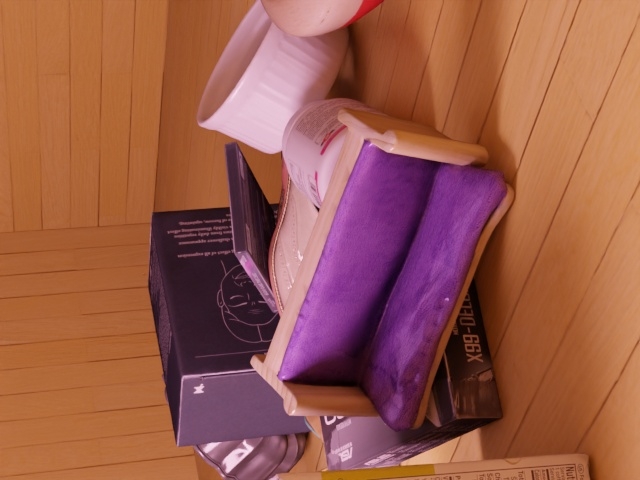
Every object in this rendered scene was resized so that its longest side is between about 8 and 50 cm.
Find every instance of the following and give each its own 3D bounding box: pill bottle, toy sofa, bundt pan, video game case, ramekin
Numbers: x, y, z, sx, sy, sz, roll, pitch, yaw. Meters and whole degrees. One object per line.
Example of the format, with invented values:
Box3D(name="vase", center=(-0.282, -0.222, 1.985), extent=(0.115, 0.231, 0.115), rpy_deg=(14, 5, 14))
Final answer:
Box3D(name="pill bottle", center=(0.041, -0.114, 1.791), extent=(0.283, 0.160, 0.160), rpy_deg=(-136, 44, -69))
Box3D(name="toy sofa", center=(0.067, 0.041, 1.495), extent=(0.177, 0.150, 0.362), rpy_deg=(40, 115, 49))
Box3D(name="bundt pan", center=(-0.148, 0.323, 2.463), extent=(0.124, 0.331, 0.331), rpy_deg=(-40, 39, 17))
Box3D(name="video game case", center=(-0.108, -0.016, 2.113), extent=(0.274, 0.026, 0.196), rpy_deg=(66, -165, -65))
Box3D(name="ramekin", center=(-0.072, -0.274, 2.040), extent=(0.277, 0.135, 0.277), rpy_deg=(-52, 19, 26))

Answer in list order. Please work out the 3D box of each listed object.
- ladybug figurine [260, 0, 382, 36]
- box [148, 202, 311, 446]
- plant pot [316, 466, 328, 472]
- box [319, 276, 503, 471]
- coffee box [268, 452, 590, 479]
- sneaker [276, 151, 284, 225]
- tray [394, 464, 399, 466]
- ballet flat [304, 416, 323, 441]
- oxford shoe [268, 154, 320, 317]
Box3D(name="ladybug figurine", center=(0.024, -0.431, 1.745), extent=(0.449, 0.162, 0.305), rpy_deg=(-152, 63, -70))
Box3D(name="box", center=(-0.143, 0.144, 2.316), extent=(0.212, 0.294, 0.395), rpy_deg=(100, 160, -45))
Box3D(name="plant pot", center=(0.021, 0.448, 2.135), extent=(0.095, 0.134, 0.134), rpy_deg=(61, 168, -7))
Box3D(name="box", center=(0.097, 0.156, 1.655), extent=(0.307, 0.077, 0.242), rpy_deg=(-37, 57, 52))
Box3D(name="coffee box", center=(0.100, 0.424, 1.361), extent=(0.337, 0.334, 0.338), rpy_deg=(125, 141, -70))
Box3D(name="sneaker", center=(-0.021, -0.069, 2.191), extent=(0.145, 0.090, 0.270), rpy_deg=(174, 94, -78))
Box3D(name="tray", center=(0.077, 0.309, 2.032), extent=(0.270, 0.030, 0.145), rpy_deg=(-172, 78, -75))
Box3D(name="ballet flat", center=(0.037, 0.306, 2.024), extent=(0.073, 0.080, 0.232), rpy_deg=(-61, 27, 12))
Box3D(name="oxford shoe", center=(0.000, 0.000, 2.036), extent=(0.146, 0.141, 0.396), rpy_deg=(-151, 58, -69))
